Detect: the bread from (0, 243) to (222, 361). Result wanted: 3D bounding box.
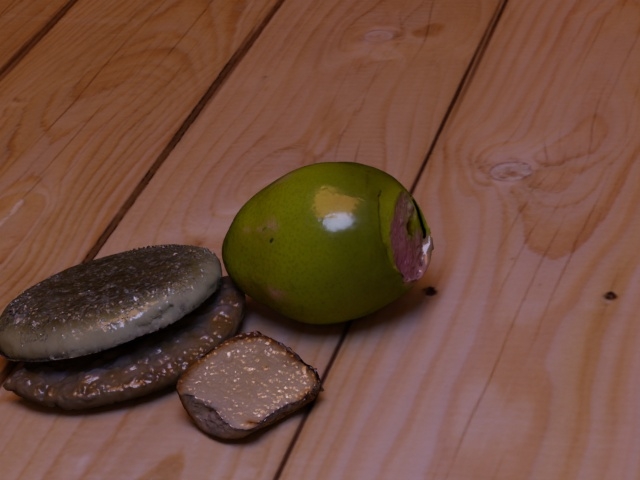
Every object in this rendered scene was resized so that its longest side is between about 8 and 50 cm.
[{"bbox_3d":[-0.236,0.061,1.889,0.267,0.040,0.267,-15,17,5],"label":"bread"}]

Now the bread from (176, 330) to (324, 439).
[{"bbox_3d":[-0.074,0.154,1.748,0.129,0.044,0.126,-27,42,-33],"label":"bread"}]

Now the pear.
[{"bbox_3d":[0.000,0.000,1.860,0.220,0.187,0.187,-4,29,32],"label":"pear"}]

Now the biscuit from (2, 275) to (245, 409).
[{"bbox_3d":[-0.192,0.123,1.833,0.290,0.038,0.141,-21,30,-18],"label":"biscuit"}]
